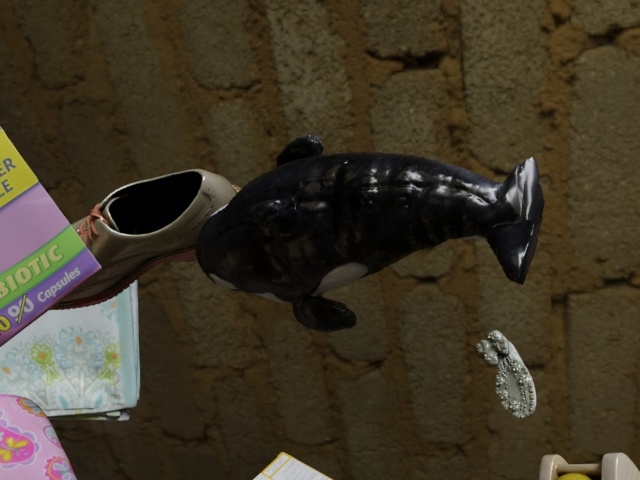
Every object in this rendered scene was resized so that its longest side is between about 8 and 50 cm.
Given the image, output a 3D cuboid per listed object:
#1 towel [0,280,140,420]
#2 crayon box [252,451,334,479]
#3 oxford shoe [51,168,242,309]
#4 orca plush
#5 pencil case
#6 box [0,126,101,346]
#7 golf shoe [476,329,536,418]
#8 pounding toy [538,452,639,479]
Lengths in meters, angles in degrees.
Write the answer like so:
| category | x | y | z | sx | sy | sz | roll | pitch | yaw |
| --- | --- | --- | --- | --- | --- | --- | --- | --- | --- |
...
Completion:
| category | x | y | z | sx | sy | sz | roll | pitch | yaw |
| --- | --- | --- | --- | --- | --- | --- | --- | --- | --- |
| towel | -0.525 | 0.174 | 1.355 | 0.090 | 0.321 | 0.374 | -129 | -142 | -86 |
| crayon box | 0.002 | 0.544 | 1.261 | 0.203 | 0.323 | 0.083 | -26 | 132 | -56 |
| oxford shoe | -0.265 | -0.012 | 0.857 | 0.130 | 0.348 | 0.123 | 48 | 22 | -62 |
| orca plush | 0.000 | 0.000 | 0.478 | 0.102 | 0.287 | 0.151 | -2 | 100 | -52 |
| pencil case | -0.390 | 0.327 | 0.898 | 0.124 | 0.284 | 0.124 | -22 | 130 | -29 |
| box | -0.300 | 0.003 | 0.427 | 0.213 | 0.243 | 0.117 | -42 | 132 | -22 |
| golf shoe | 0.340 | 0.236 | 1.179 | 0.086 | 0.069 | 0.176 | 33 | 28 | -32 |
| pounding toy | 0.164 | 0.300 | 0.532 | 0.154 | 0.155 | 0.269 | 36 | 58 | -19 |
